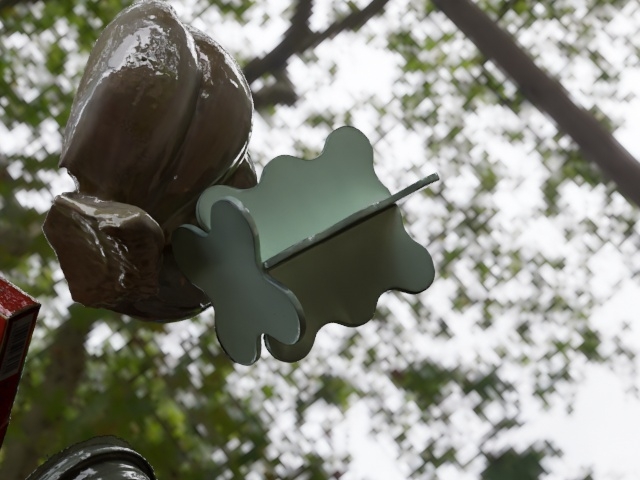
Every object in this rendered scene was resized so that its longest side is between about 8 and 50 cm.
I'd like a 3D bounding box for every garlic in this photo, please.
[{"bbox_3d":[-0.137,-0.059,1.557,0.325,0.132,0.279,-64,-25,-44],"label":"garlic"}]

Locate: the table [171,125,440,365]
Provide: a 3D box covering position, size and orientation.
[{"bbox_3d":[0.000,0.000,1.488,0.198,0.166,0.166,-27,-30,-34],"label":"table"}]

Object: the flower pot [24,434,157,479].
[{"bbox_3d":[-0.219,0.327,1.731,0.235,0.140,0.235,-32,-44,-36],"label":"flower pot"}]

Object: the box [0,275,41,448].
[{"bbox_3d":[-0.311,0.103,1.479,0.048,0.112,0.175,-27,-36,-55],"label":"box"}]
